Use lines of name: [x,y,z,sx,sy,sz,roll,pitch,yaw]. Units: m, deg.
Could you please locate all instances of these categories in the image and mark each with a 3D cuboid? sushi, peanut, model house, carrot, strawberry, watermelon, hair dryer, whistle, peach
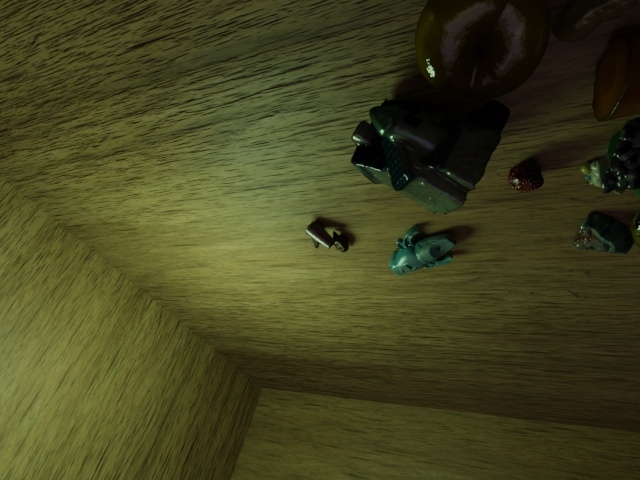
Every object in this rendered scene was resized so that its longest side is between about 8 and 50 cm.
sushi: [0.075,0.009,1.652,0.051,0.047,0.099,12,146,37]
peanut: [0.498,-0.417,0.831,0.080,0.080,0.175,31,147,-19]
model house: [0.215,-0.215,1.051,0.285,0.243,0.298,24,174,0]
carrot: [0.648,-0.306,0.871,0.225,0.159,0.159,0,143,8]
strawberry: [0.515,-0.160,1.186,0.083,0.083,0.096,24,174,-8]
watermelon: [0.772,0.003,1.304,0.187,0.070,0.139,29,149,-17]
hair dryer: [-0.005,-0.004,1.665,0.106,0.054,0.154,41,165,5]
whistle: [0.325,0.044,1.550,0.186,0.093,0.274,35,140,-22]
peach: [0.307,-0.389,0.896,0.252,0.153,0.251,10,152,6]

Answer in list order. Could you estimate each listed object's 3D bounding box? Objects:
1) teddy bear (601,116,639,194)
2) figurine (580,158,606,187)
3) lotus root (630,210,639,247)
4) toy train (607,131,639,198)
teddy bear: [0.673,-0.171,0.869,0.251,0.170,0.144,4,-172,36]
figurine: [0.663,-0.162,1.142,0.051,0.047,0.083,0,138,42]
lotus root: [0.892,0.005,1.207,0.259,0.110,0.097,30,143,-15]
toy train: [0.794,-0.154,1.025,0.301,0.120,0.202,34,146,-23]
